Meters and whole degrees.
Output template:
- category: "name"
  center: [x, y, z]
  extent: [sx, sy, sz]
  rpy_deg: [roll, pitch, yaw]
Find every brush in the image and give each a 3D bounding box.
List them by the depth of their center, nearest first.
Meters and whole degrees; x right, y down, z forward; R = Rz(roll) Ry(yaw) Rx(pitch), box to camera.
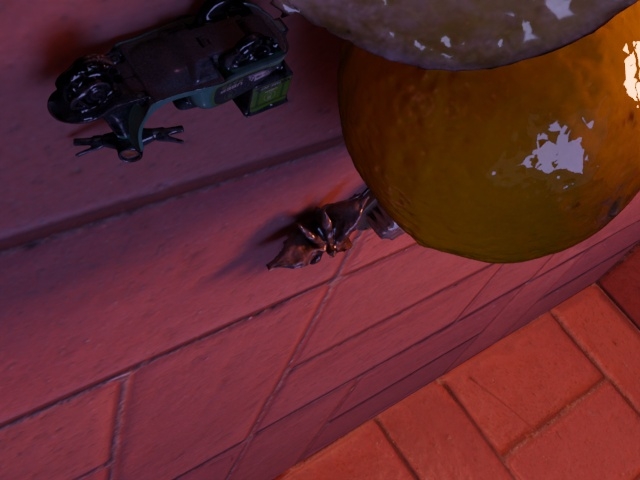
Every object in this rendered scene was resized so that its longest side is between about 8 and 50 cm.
- category: "brush"
  center: [0.163, -0.114, 0.803]
  extent: [0.327, 0.065, 0.070]
  rpy_deg: [-46, 153, 20]

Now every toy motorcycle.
- category: "toy motorcycle"
  center: [-0.094, -0.104, 0.451]
  extent: [0.173, 0.058, 0.100]
  rpy_deg: [-28, 162, -25]

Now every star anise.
- category: "star anise"
  center: [-0.008, 0.002, 0.783]
  extent: [0.129, 0.056, 0.124]
  rpy_deg: [-26, 156, -24]

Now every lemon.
- category: "lemon"
  center: [0.140, -0.108, 0.534]
  extent: [0.284, 0.260, 0.260]
  rpy_deg: [16, 126, -41]

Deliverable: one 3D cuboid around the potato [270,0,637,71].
- category: "potato"
  center: [0.044, -0.215, 0.299]
  extent: [0.239, 0.116, 0.299]
  rpy_deg: [-36, 127, 27]
